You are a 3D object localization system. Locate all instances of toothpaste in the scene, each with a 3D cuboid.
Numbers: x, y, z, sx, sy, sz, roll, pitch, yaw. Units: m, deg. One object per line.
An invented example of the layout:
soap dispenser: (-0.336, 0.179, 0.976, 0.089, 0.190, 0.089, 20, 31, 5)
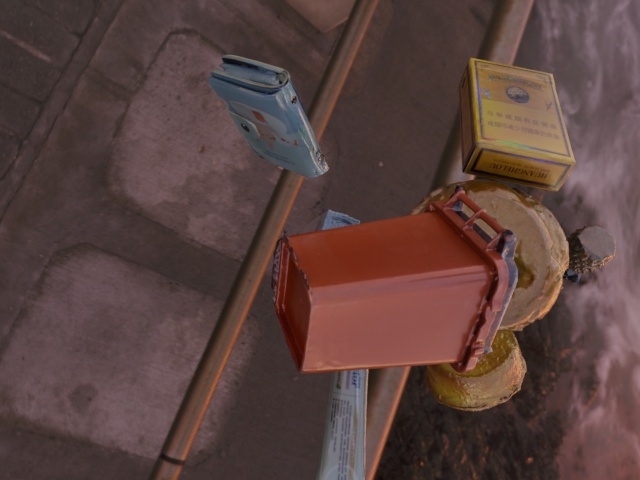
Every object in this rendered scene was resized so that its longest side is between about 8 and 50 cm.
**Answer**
toothpaste: (0.033, 0.216, 0.665, 0.037, 0.067, 0.256, 48, 47, -71)

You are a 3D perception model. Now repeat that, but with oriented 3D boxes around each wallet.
wallet: (-0.090, -0.226, 0.957, 0.075, 0.176, 0.250, -57, 151, -16)

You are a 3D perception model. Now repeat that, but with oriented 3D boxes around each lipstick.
lipstick: (0.000, 0.000, 1.043, 0.066, 0.317, 0.068, 18, 81, -10)

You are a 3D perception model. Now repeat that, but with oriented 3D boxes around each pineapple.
pineapple: (0.669, 0.055, 1.362, 0.125, 0.251, 0.125, 4, 61, -8)

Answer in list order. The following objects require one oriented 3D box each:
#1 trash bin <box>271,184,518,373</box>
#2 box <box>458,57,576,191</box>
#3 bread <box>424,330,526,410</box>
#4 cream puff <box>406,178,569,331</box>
trash bin: (0.076, 0.046, 0.563, 0.238, 0.161, 0.185, -3, 124, -20)
box: (0.394, -0.249, 1.054, 0.192, 0.084, 0.302, 12, 50, -1)
bread: (0.396, 0.314, 1.314, 0.268, 0.268, 0.146, -37, 126, -26)
cream puff: (0.311, 0.041, 1.034, 0.343, 0.231, 0.327, -41, 87, 7)
